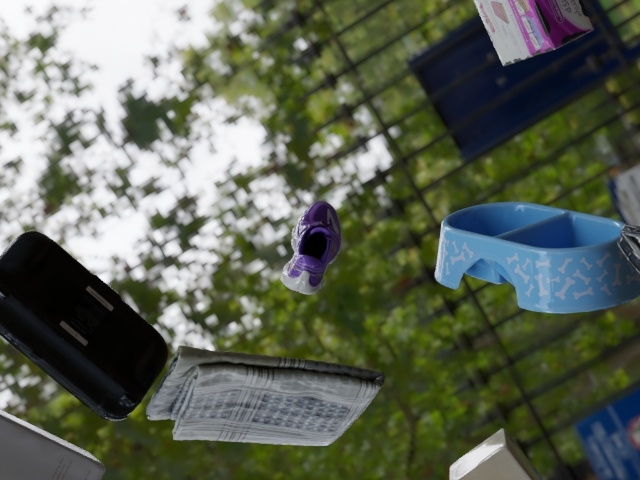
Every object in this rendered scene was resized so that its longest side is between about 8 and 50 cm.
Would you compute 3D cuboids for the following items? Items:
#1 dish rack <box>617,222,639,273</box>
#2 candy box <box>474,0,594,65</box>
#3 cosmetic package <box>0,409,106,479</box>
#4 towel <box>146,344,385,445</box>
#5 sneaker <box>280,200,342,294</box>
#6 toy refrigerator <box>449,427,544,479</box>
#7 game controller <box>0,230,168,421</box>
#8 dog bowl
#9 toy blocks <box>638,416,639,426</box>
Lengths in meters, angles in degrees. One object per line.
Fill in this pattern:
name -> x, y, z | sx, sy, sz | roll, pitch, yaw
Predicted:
dish rack -> 0.421, 0.068, 1.434 | 0.271, 0.074, 0.208 | 19, 165, 39
candy box -> 0.292, -0.344, 2.068 | 0.159, 0.071, 0.233 | 65, 171, -6
cosmetic package -> -0.598, 0.397, 2.535 | 0.385, 0.217, 0.156 | 31, 171, -15
towel -> -0.094, 0.248, 2.205 | 0.312, 0.324, 0.056 | 122, 153, -62
sneaker -> 0.000, 0.000, 1.859 | 0.068, 0.071, 0.170 | 21, -144, -6
toy refrigerator -> 0.265, 0.368, 1.744 | 0.269, 0.094, 0.102 | 53, -172, -1
game controller -> -0.378, 0.133, 2.236 | 0.319, 0.067, 0.166 | 44, -123, -20
dog bowl -> 0.260, 0.014, 1.756 | 0.297, 0.166, 0.074 | 16, 118, 54
toy blocks -> 0.567, 0.279, 1.943 | 0.260, 0.309, 0.288 | -123, 14, -70
